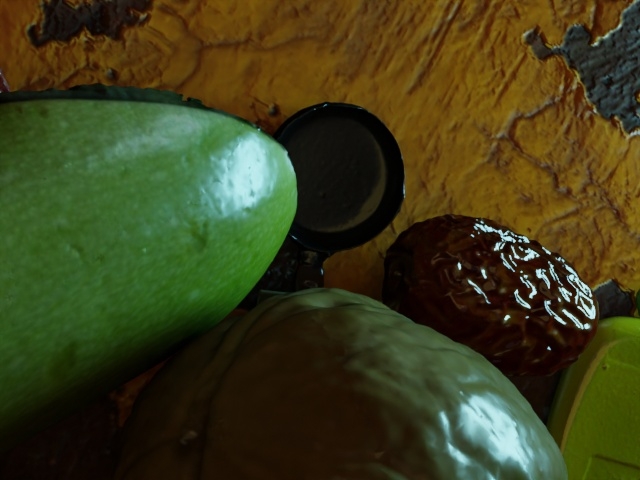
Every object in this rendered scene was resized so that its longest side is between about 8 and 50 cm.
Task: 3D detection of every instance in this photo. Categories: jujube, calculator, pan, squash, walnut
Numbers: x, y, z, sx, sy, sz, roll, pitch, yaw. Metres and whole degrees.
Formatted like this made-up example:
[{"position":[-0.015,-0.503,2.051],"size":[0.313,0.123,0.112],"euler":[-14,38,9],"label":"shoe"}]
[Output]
[{"position":[0.129,0.046,1.173],"size":[0.176,0.109,0.112],"euler":[16,111,-27],"label":"jujube"},{"position":[0.258,0.145,1.258],"size":[0.146,0.032,0.235],"euler":[16,94,-17],"label":"calculator"},{"position":[-0.001,0.000,1.163],"size":[0.114,0.040,0.212],"euler":[12,90,-17],"label":"pan"},{"position":[-0.171,-0.005,1.038],"size":[0.210,0.234,0.309],"euler":[37,51,22],"label":"squash"},{"position":[0.017,0.185,1.039],"size":[0.332,0.333,0.333],"euler":[-2,97,-15],"label":"walnut"}]

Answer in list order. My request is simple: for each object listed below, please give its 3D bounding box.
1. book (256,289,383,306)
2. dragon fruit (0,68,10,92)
[{"position":[-0.001,0.132,1.194],"size":[0.127,0.014,0.182],"euler":[7,95,-16],"label":"book"},{"position":[-0.278,-0.083,1.043],"size":[0.153,0.111,0.153],"euler":[-2,95,-19],"label":"dragon fruit"}]
